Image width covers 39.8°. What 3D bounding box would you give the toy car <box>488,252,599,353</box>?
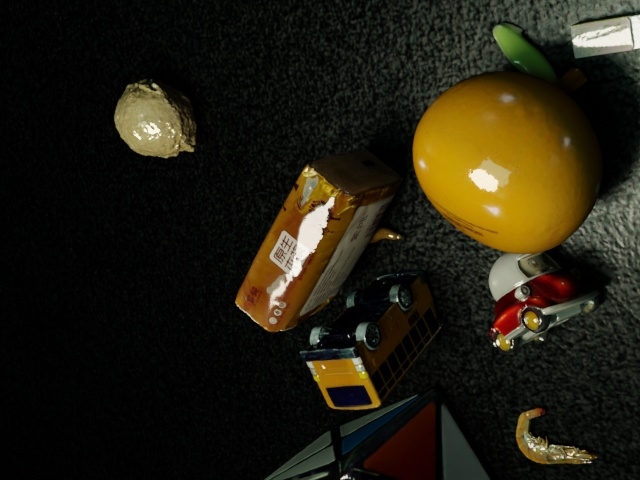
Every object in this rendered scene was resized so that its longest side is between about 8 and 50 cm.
[{"bbox_3d":[0.253,0.065,1.083,0.139,0.112,0.112,-47,63,50],"label":"toy car"}]

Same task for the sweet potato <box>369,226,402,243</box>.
[{"bbox_3d":[0.064,-0.005,1.244,0.115,0.026,0.026,-13,102,36],"label":"sweet potato"}]

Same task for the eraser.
[{"bbox_3d":[0.313,-0.221,0.951,0.083,0.019,0.038,-2,107,39],"label":"eraser"}]

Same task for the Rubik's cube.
[{"bbox_3d":[0.087,0.387,1.256,0.246,0.250,0.248,-31,87,42],"label":"Rubik's cube"}]

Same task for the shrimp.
[{"bbox_3d":[0.309,0.262,1.174,0.114,0.023,0.083,1,107,42],"label":"shrimp"}]

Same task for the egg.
[{"bbox_3d":[-0.253,-0.185,1.357,0.140,0.118,0.116,38,86,30],"label":"egg"}]

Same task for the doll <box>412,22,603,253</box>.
[{"bbox_3d":[0.221,-0.112,0.976,0.213,0.213,0.236,32,85,23],"label":"doll"}]

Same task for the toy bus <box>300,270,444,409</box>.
[{"bbox_3d":[0.078,0.131,1.183,0.098,0.201,0.114,-11,111,40],"label":"toy bus"}]

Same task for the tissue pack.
[{"bbox_3d":[0.000,0.000,1.164,0.092,0.183,0.226,40,117,17],"label":"tissue pack"}]
